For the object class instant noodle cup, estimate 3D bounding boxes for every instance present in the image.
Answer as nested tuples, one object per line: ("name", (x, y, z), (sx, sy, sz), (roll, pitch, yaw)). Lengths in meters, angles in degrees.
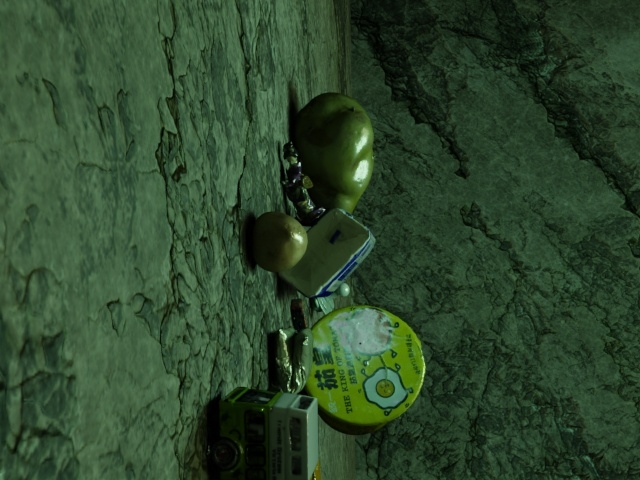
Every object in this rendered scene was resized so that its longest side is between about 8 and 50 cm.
("instant noodle cup", (0.102, 0.370, 1.800), (0.254, 0.325, 0.326), (93, 0, -59))

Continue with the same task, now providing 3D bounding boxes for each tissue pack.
("tissue pack", (0.019, 0.028, 1.558), (0.137, 0.209, 0.269), (45, 4, 8))

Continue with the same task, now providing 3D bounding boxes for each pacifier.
("pacifier", (0.027, 0.152, 1.949), (0.127, 0.116, 0.150), (61, 16, -8))

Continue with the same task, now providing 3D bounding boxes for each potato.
("potato", (0.033, -0.210, 1.745), (0.202, 0.218, 0.351), (-29, 131, -36))
("potato", (-0.075, 0.004, 1.221), (0.147, 0.112, 0.112), (-72, 160, -89))

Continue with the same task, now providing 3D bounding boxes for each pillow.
("pillow", (-0.056, 0.246, 1.410), (0.181, 0.077, 0.134), (30, 61, -85))

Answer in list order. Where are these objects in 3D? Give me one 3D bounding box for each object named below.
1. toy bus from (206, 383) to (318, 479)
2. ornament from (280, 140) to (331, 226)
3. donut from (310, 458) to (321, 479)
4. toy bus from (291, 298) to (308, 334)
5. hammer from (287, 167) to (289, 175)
("toy bus", (-0.077, 0.365, 0.950), (0.113, 0.139, 0.302), (-5, 95, -81))
("ornament", (-0.057, -0.127, 1.546), (0.081, 0.088, 0.203), (-53, 135, -39))
("donut", (-0.042, 0.535, 1.501), (0.178, 0.065, 0.162), (-38, 121, -80))
("toy bus", (-0.051, 0.191, 1.636), (0.043, 0.031, 0.110), (-94, 176, -49))
("hammer", (-0.064, -0.130, 1.665), (0.178, 0.021, 0.065), (72, 17, -57))
